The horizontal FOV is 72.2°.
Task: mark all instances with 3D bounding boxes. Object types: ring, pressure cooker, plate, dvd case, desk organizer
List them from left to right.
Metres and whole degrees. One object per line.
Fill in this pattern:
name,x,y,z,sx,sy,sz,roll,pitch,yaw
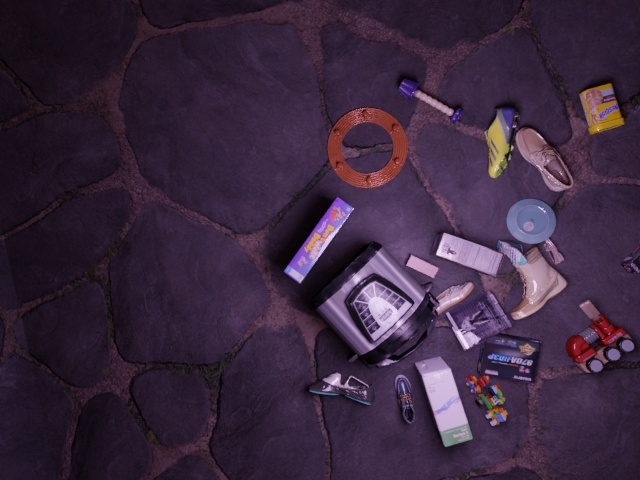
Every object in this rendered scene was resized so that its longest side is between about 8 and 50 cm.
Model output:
ring,0.196,-0.389,1.835,0.337,0.032,0.336,0,89,4
pressure cooker,0.222,0.256,1.669,0.420,0.375,0.370,48,136,2
desk organizer,0.419,0.106,1.812,0.130,0.047,0.050,26,94,3
dvd case,0.642,0.324,1.785,0.221,0.018,0.164,-28,68,3
plate,0.856,-0.081,1.777,0.188,0.024,0.188,-2,80,10

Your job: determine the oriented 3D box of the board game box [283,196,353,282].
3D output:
board game box,0.000,0.000,1.746,0.078,0.233,0.347,36,93,3

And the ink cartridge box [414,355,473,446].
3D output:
ink cartridge box,0.478,0.623,1.729,0.117,0.201,0.278,-17,88,3

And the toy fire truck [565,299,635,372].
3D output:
toy fire truck,1.066,0.369,1.729,0.217,0.158,0.246,-35,76,4

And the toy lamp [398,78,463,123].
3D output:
toy lamp,0.449,-0.575,1.795,0.275,0.080,0.080,29,92,3

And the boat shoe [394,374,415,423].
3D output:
boat shoe,0.352,0.649,1.796,0.065,0.083,0.183,-13,89,4

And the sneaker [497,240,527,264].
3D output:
sneaker,0.777,0.041,1.739,0.076,0.166,0.065,-10,119,-9

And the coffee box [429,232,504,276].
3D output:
coffee box,0.580,0.055,1.755,0.247,0.141,0.098,20,91,2

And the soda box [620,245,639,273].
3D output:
soda box,1.291,0.056,1.748,0.169,0.060,0.053,-43,89,2

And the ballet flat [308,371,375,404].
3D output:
ballet flat,0.091,0.602,1.816,0.281,0.095,0.096,14,81,-7

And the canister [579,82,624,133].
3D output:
canister,1.122,-0.527,1.754,0.126,0.073,0.169,-15,87,3

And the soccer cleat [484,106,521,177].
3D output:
soccer cleat,0.723,-0.398,1.786,0.121,0.093,0.289,17,96,34

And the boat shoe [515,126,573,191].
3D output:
boat shoe,0.902,-0.331,1.754,0.109,0.098,0.302,-33,88,3

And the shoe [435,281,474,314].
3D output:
shoe,0.526,0.231,1.789,0.219,0.076,0.058,-36,93,5

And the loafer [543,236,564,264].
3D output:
loafer,0.937,0.042,1.781,0.039,0.045,0.125,-38,90,10

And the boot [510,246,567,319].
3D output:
boot,0.825,0.172,1.760,0.262,0.095,0.203,-39,88,1

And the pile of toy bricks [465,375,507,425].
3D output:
pile of toy bricks,0.698,0.626,1.777,0.105,0.118,0.212,-23,75,-35

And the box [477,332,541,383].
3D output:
box,0.765,0.473,1.785,0.220,0.051,0.175,10,90,4
